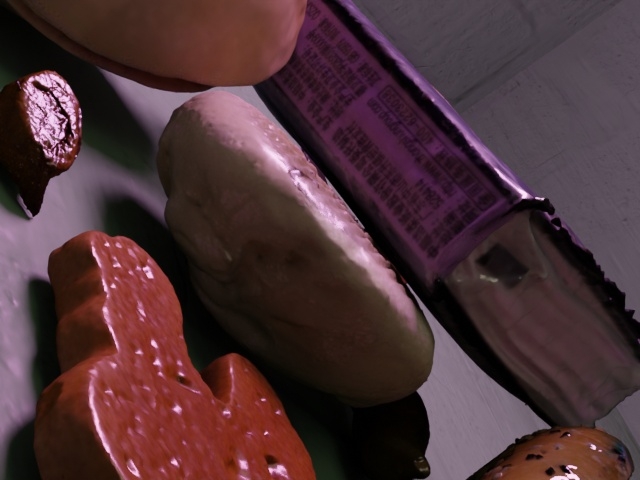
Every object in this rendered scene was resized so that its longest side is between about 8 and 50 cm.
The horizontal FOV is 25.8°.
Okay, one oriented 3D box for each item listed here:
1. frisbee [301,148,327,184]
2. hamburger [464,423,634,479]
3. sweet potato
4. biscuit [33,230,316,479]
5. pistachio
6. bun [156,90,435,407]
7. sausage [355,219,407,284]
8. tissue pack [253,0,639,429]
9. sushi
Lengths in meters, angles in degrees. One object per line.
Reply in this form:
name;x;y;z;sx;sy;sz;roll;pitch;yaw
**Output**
frisbee;0.014;-0.028;1.474;0.211;0.012;0.187;59;12;11
hamburger;0.145;0.225;0.888;0.167;0.192;0.288;46;10;6
sweet potato;0.041;0.122;1.055;0.069;0.059;0.249;35;16;-27
biscuit;-0.060;0.126;0.648;0.202;0.047;0.334;48;11;-28
pistachio;-0.126;-0.204;0.939;0.318;0.193;0.214;32;55;-47
bun;-0.025;0.016;0.917;0.237;0.116;0.210;53;3;6
sausage;0.001;0.002;1.167;0.326;0.079;0.087;30;46;-65
tissue pack;0.086;-0.034;1.064;0.259;0.122;0.361;46;7;-43
sushi;-0.162;-0.063;0.776;0.050;0.047;0.099;35;37;-29
